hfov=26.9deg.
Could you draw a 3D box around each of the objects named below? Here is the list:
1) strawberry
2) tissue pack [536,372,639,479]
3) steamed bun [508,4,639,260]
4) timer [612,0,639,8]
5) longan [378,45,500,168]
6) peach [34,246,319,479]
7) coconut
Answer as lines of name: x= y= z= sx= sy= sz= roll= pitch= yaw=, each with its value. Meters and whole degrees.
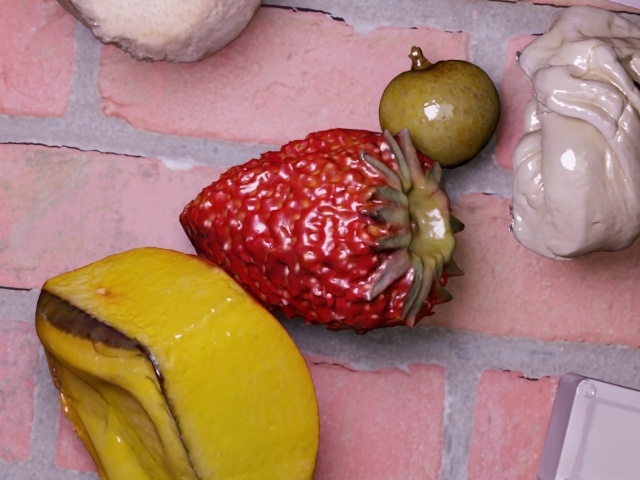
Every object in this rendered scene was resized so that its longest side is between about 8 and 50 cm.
strawberry: x=0.001 y=0.002 z=1.718 sx=0.344 sy=0.292 sz=0.292 roll=-12 pitch=85 yaw=38
tissue pack: x=0.425 y=0.277 z=1.736 sx=0.246 sy=0.136 sz=0.159 roll=15 pitch=86 yaw=1
steamed bun: x=0.367 y=-0.134 z=1.695 sx=0.206 sy=0.275 sz=0.319 roll=8 pitch=100 yaw=28
timer: x=0.470 y=-0.380 z=1.728 sx=0.250 sy=0.257 sz=0.161 roll=31 pitch=80 yaw=5
longan: x=0.155 y=-0.178 z=1.769 sx=0.155 sy=0.145 sz=0.176 roll=-10 pitch=82 yaw=-36
peach: x=-0.181 y=0.180 z=1.689 sx=0.242 sy=0.306 sz=0.380 roll=-36 pitch=104 yaw=-36
coconut: x=-0.215 y=-0.426 z=1.704 sx=0.345 sy=0.415 sz=0.415 roll=-17 pitch=86 yaw=10
